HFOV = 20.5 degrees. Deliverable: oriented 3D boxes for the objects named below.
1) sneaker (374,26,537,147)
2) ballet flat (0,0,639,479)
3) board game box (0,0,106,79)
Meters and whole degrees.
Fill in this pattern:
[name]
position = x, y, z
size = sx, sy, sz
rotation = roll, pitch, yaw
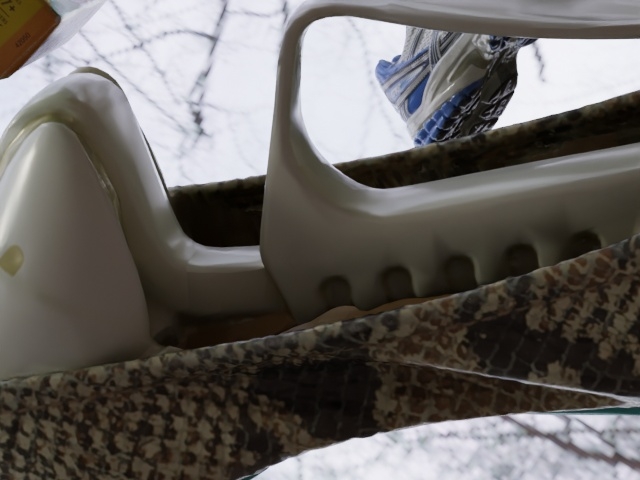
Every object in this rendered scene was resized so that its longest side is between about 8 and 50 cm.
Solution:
[sneaker]
position = 0.060, -0.096, 0.693
size = 0.052, 0.058, 0.135
rotation = -16, -33, -48
[ballet flat]
position = 0.000, 0.000, 0.634
size = 0.483, 0.164, 0.182
rotation = -13, -60, 12
[board game box]
position = -0.172, -0.159, 0.550
size = 0.259, 0.124, 0.039
rotation = 44, -82, -8
